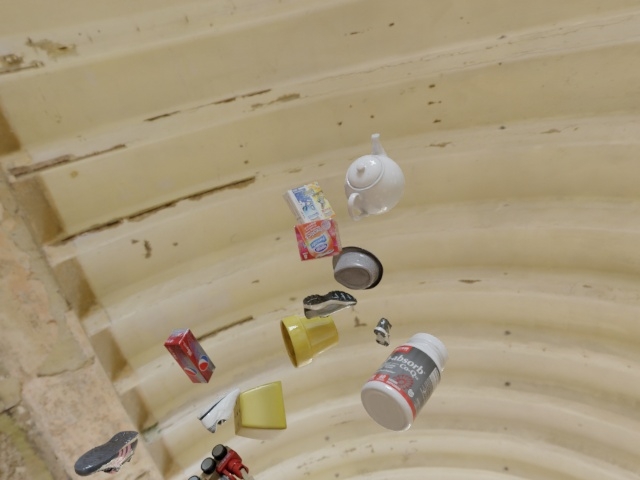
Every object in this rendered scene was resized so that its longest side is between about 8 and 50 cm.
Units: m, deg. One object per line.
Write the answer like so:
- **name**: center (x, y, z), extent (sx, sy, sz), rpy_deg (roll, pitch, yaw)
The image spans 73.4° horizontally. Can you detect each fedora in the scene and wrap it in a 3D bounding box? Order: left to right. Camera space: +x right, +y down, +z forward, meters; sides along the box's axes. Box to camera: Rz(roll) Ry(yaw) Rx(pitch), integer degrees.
- **fedora**: center (0.162, 0.156, 2.088), extent (0.276, 0.124, 0.243), rpy_deg (7, -64, 23)

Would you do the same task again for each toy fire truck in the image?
- **toy fire truck**: center (-0.353, 0.953, 1.657), extent (0.247, 0.217, 0.158), rpy_deg (7, -49, 40)

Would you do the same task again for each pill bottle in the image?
- **pill bottle**: center (0.331, 0.523, 1.632), extent (0.210, 0.363, 0.210), rpy_deg (21, -53, 31)

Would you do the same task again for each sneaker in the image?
- **sneaker**: center (-0.806, 0.845, 1.638), extent (0.319, 0.112, 0.130), rpy_deg (17, 77, -78)
- **sneaker**: center (-0.391, 0.677, 1.724), extent (0.095, 0.235, 0.090), rpy_deg (44, -62, 10)
- **sneaker**: center (0.044, 0.307, 2.029), extent (0.100, 0.272, 0.107), rpy_deg (-130, -141, -59)
- **sneaker**: center (0.328, 0.465, 2.190), extent (0.078, 0.106, 0.234), rpy_deg (16, -27, 24)

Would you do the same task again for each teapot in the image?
- **teapot**: center (0.185, -0.226, 1.626), extent (0.187, 0.253, 0.255), rpy_deg (39, 22, -52)

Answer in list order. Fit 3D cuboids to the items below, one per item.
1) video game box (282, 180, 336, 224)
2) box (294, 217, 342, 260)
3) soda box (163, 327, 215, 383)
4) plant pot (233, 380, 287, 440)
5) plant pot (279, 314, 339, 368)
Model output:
- **video game box**: center (-0.046, -0.150, 1.872), extent (0.048, 0.205, 0.186), rpy_deg (-27, -90, 43)
- **box**: center (0.000, 0.000, 1.471), extent (0.257, 0.128, 0.122), rpy_deg (11, 68, -85)
- **soda box**: center (-0.553, 0.496, 1.830), extent (0.084, 0.092, 0.263), rpy_deg (-7, -55, 22)
- **plant pot**: center (-0.282, 0.771, 1.925), extent (0.212, 0.188, 0.212), rpy_deg (121, -34, -46)
- **plant pot**: center (-0.050, 0.474, 2.128), extent (0.254, 0.239, 0.253), rpy_deg (163, -90, -73)
